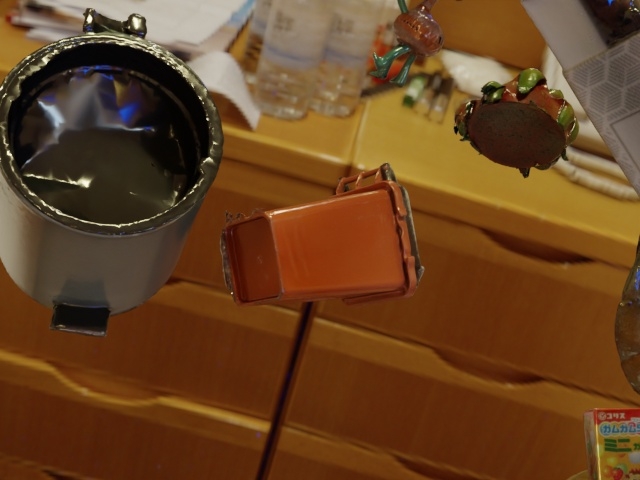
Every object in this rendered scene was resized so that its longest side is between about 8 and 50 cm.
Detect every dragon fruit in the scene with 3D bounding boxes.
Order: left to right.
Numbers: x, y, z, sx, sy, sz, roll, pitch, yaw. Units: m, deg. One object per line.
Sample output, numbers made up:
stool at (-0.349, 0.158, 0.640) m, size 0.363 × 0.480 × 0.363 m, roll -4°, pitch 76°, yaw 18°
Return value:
dragon fruit at (0.232, -0.140, 1.217) m, size 0.138 × 0.142 × 0.175 m, roll 16°, pitch 34°, yaw 15°

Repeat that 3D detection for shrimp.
shrimp at (0.348, 0.017, 0.891) m, size 0.262 × 0.198 × 0.051 m, roll -42°, pitch 40°, yaw -8°

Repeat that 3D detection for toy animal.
toy animal at (0.130, -0.309, 1.398) m, size 0.103 × 0.208 × 0.100 m, roll 33°, pitch -6°, yaw -19°

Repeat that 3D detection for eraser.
eraser at (0.342, -0.118, 1.043) m, size 0.404 × 0.098 × 0.096 m, roll 50°, pitch 30°, yaw -24°

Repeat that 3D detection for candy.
candy at (0.316, 0.239, 1.095) m, size 0.062 × 0.122 × 0.038 m, roll 0°, pitch -13°, yaw -5°

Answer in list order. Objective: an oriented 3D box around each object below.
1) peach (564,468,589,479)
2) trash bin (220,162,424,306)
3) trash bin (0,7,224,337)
peach at (0.356, 0.380, 1.272) m, size 0.251 × 0.251 × 0.153 m, roll -3°, pitch 39°, yaw -30°
trash bin at (0.000, 0.000, 1.371) m, size 0.239 × 0.184 × 0.161 m, roll -5°, pitch -6°, yaw -38°
trash bin at (-0.232, -0.058, 1.093) m, size 0.217 × 0.262 × 0.277 m, roll 7°, pitch 68°, yaw -14°
